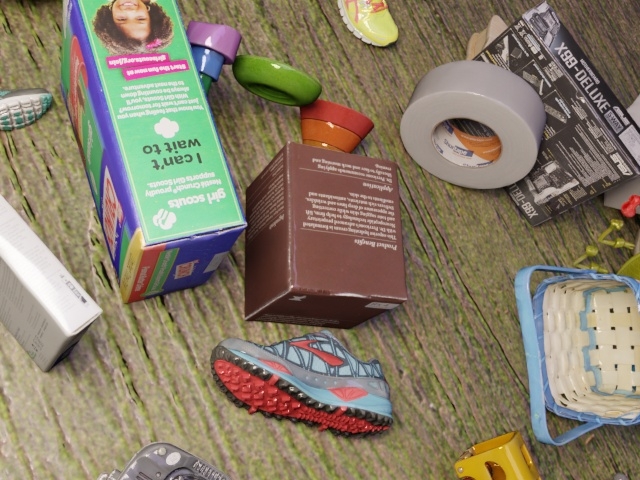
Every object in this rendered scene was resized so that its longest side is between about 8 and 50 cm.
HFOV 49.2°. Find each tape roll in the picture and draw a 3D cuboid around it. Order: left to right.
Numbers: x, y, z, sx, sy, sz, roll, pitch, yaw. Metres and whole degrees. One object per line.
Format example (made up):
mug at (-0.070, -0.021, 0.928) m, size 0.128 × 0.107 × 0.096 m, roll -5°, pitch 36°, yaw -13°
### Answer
tape roll at (0.241, -0.179, 1.115) m, size 0.219 × 0.219 × 0.072 m, roll 32°, pitch 61°, yaw -13°

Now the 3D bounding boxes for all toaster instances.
toaster at (-0.146, 0.322, 0.769) m, size 0.227 × 0.146 × 0.129 m, roll 37°, pitch 60°, yaw -9°

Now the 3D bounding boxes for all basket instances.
basket at (0.407, 0.159, 1.070) m, size 0.289 × 0.201 × 0.254 m, roll -3°, pitch 86°, yaw -34°

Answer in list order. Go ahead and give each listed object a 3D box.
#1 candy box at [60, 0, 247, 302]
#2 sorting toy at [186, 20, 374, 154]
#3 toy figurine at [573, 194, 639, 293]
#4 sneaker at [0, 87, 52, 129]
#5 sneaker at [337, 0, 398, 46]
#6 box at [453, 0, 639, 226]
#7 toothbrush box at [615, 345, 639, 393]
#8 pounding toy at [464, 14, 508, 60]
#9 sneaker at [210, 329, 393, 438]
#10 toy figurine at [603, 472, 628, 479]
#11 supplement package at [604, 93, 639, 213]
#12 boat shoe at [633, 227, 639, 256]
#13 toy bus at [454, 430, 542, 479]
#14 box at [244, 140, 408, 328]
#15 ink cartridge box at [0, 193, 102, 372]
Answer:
candy box at (-0.211, -0.109, 0.828) m, size 0.122 × 0.268 × 0.317 m, roll -16°, pitch 79°, yaw -24°
sorting toy at (-0.062, -0.165, 0.969) m, size 0.365 × 0.127 × 0.126 m, roll 22°, pitch 85°, yaw -53°
toy figurine at (0.587, 0.033, 1.102) m, size 0.191 × 0.362 × 0.217 m, roll 23°, pitch 40°, yaw -13°
sneaker at (-0.423, -0.175, 0.870) m, size 0.166 × 0.065 × 0.076 m, roll -22°, pitch 78°, yaw -33°
sneaker at (0.075, -0.431, 1.200) m, size 0.081 × 0.094 × 0.208 m, roll -32°, pitch 89°, yaw -34°
box at (0.366, -0.198, 1.173) m, size 0.076 × 0.242 × 0.307 m, roll -36°, pitch 89°, yaw -32°
toothbrush box at (0.674, 0.282, 1.216) m, size 0.216 × 0.126 × 0.295 m, roll -28°, pitch 86°, yaw -32°
pounding toy at (0.406, -0.310, 1.286) m, size 0.269 × 0.155 × 0.154 m, roll 42°, pitch 63°, yaw -7°
sneaker at (-0.025, 0.174, 0.934) m, size 0.262 × 0.104 × 0.125 m, roll 25°, pitch 44°, yaw -21°
toy figurine at (0.480, 0.441, 1.004) m, size 0.148 × 0.210 × 0.213 m, roll 13°, pitch 68°, yaw -40°
supplement package at (0.697, -0.141, 1.272) m, size 0.177 × 0.293 × 0.175 m, roll -44°, pitch 137°, yaw -32°
boat shoe at (0.704, -0.021, 1.350) m, size 0.123 × 0.116 × 0.324 m, roll 39°, pitch 59°, yaw -9°
toy bus at (0.263, 0.357, 0.930) m, size 0.202 × 0.104 × 0.191 m, roll 48°, pitch 25°, yaw -31°
box at (0.000, 0.000, 0.954) m, size 0.169 × 0.167 × 0.203 m, roll 9°, pitch 68°, yaw -25°
ink cartridge box at (-0.336, 0.028, 0.740) m, size 0.224 × 0.223 × 0.045 m, roll 50°, pitch 57°, yaw -4°
